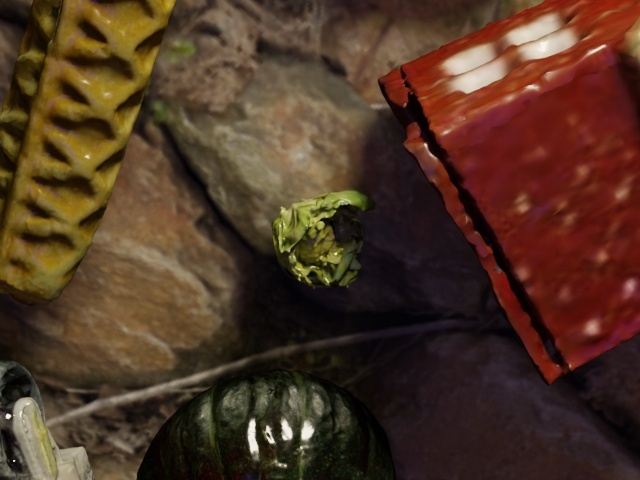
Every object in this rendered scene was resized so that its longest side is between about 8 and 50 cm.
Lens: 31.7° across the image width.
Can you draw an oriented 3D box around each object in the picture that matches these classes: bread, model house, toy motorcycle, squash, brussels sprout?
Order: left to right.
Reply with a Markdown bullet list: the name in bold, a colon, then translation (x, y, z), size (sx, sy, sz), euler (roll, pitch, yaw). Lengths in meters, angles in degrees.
- **toy motorcycle**: translation (-0.209, 0.262, 0.817), size (0.108, 0.223, 0.340), euler (-8, 114, 9)
- **bread**: translation (-0.148, -0.119, 0.709), size (0.077, 0.084, 0.367), euler (-1, 123, -45)
- **squash**: translation (-0.041, 0.182, 0.814), size (0.193, 0.155, 0.193), euler (10, 138, 9)
- **brussels sprout**: translation (0.000, 0.000, 0.780), size (0.085, 0.058, 0.085), euler (-16, 119, -30)
- **model house**: translation (0.193, -0.062, 0.691), size (0.254, 0.160, 0.196), euler (-28, 112, 11)
